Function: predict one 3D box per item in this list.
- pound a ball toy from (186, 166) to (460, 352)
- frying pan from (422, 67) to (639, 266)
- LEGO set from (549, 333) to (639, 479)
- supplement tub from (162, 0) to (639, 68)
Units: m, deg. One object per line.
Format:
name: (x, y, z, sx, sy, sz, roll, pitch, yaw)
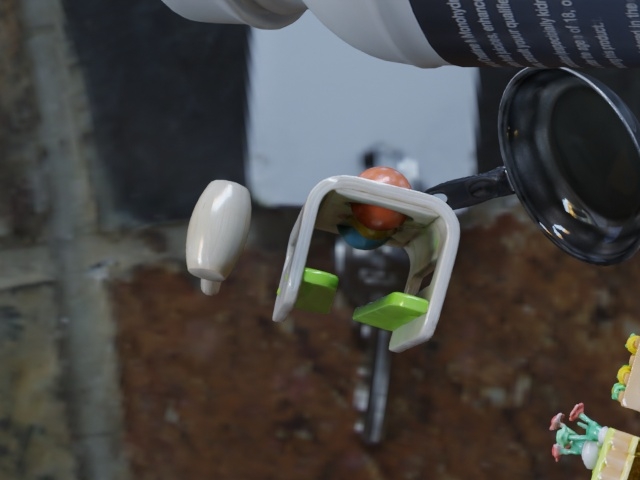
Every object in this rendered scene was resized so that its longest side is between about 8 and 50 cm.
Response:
pound a ball toy: (0.000, 0.000, 1.604, 0.208, 0.319, 0.136, 14, 83, -1)
frying pan: (0.218, -0.043, 1.792, 0.053, 0.326, 0.197, -26, 75, -28)
LEGO set: (0.163, 0.191, 1.233, 0.132, 0.107, 0.287, -30, 126, -42)
supplement tub: (0.092, -0.140, 0.503, 0.191, 0.272, 0.191, 2, 90, -72)
